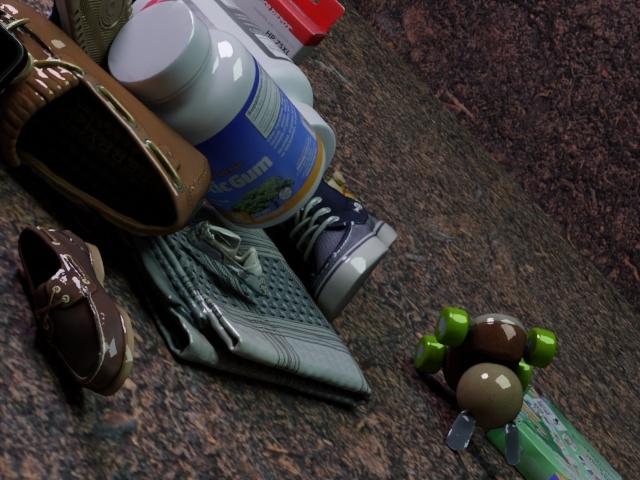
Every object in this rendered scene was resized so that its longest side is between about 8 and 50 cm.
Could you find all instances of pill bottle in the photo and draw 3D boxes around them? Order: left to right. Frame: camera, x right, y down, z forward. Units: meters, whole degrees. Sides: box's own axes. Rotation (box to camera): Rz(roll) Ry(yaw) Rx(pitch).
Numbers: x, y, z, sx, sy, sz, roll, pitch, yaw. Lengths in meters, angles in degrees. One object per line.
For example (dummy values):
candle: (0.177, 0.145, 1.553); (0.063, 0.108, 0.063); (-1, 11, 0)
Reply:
pill bottle: (-0.119, -0.142, 1.576); (0.272, 0.152, 0.152); (46, 10, -47)
pill bottle: (-0.121, -0.198, 1.850); (0.318, 0.176, 0.176); (48, 17, 31)

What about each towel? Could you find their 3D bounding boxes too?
towel: (-0.103, 0.041, 1.574); (0.324, 0.056, 0.312); (22, 28, -50)

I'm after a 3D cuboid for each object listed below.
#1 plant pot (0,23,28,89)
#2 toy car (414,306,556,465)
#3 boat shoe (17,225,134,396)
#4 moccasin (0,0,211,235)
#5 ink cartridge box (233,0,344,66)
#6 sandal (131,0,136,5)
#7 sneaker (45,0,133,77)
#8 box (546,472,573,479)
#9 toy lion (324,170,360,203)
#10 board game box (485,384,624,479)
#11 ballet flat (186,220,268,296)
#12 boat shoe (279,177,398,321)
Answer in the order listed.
plant pot: (-0.374, -0.161, 1.248); (0.188, 0.187, 0.167); (43, 4, -2)
toy car: (0.214, 0.203, 1.822); (0.155, 0.149, 0.188); (14, 53, -13)
boat shoe: (-0.224, 0.059, 1.236); (0.073, 0.073, 0.207); (29, 15, -37)
moccasin: (-0.288, -0.130, 1.416); (0.380, 0.139, 0.147); (42, 15, -5)
ink cartridge box: (-0.089, -0.313, 2.140); (0.134, 0.231, 0.078); (45, 17, 5)
sandal: (-0.259, -0.364, 2.199); (0.067, 0.040, 0.179); (50, 18, 14)
sneaker: (-0.286, -0.235, 1.567); (0.153, 0.099, 0.282); (25, -22, 19)
box: (0.300, 0.337, 1.749); (0.136, 0.081, 0.028); (30, 22, -40)
toy lion: (0.040, -0.057, 2.184); (0.096, 0.034, 0.100); (50, 16, -7)
board game box: (0.375, 0.351, 1.952); (0.317, 0.046, 0.213); (47, 18, 9)
ballet flat: (-0.092, 0.017, 1.519); (0.114, 0.041, 0.041); (38, 18, -18)
boat shoe: (0.000, 0.000, 1.828); (0.158, 0.127, 0.340); (38, 9, 2)
